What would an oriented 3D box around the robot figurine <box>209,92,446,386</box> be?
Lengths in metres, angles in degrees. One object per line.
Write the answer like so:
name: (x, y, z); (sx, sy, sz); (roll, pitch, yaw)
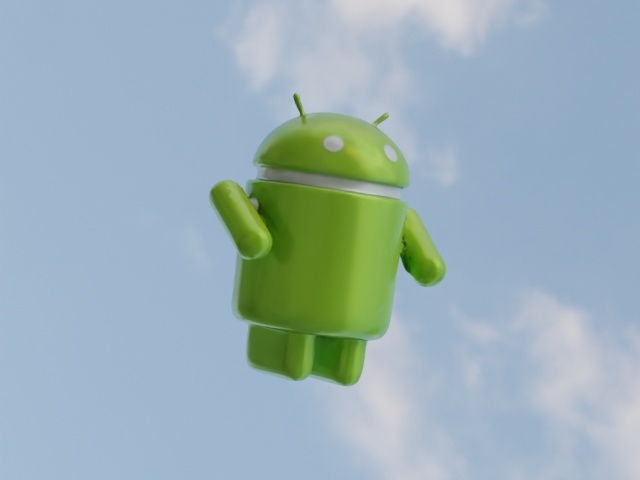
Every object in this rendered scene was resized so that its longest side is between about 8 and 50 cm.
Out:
robot figurine: (0.000, 0.000, 0.801); (0.067, 0.101, 0.115); (8, -91, 60)
